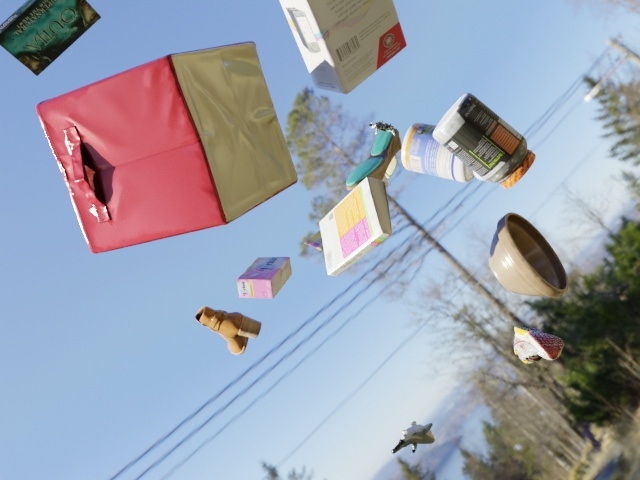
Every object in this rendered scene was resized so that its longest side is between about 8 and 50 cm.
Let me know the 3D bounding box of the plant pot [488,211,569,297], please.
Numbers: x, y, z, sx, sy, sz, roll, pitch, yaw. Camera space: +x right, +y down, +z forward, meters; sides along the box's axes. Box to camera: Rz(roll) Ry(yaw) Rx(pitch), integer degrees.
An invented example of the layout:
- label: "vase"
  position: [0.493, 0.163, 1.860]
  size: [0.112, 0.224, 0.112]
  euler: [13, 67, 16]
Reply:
- label: "plant pot"
  position: [0.498, 0.056, 1.754]
  size: [0.109, 0.237, 0.237]
  euler: [-42, -11, 30]

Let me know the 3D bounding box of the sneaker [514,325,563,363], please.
- label: "sneaker"
  position: [0.588, 0.294, 1.914]
  size: [0.225, 0.087, 0.093]
  euler: [-143, 61, -86]

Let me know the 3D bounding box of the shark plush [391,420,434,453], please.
- label: "shark plush"
  position: [0.263, 0.558, 1.966]
  size: [0.073, 0.067, 0.161]
  euler: [-10, 3, 38]

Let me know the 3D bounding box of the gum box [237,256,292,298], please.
- label: "gum box"
  position: [-0.163, 0.107, 2.123]
  size: [0.188, 0.107, 0.062]
  euler: [-52, -41, -63]

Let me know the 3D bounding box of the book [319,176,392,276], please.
- label: "book"
  position: [0.050, -0.018, 1.084]
  size: [0.035, 0.096, 0.144]
  euler: [10, -32, -32]

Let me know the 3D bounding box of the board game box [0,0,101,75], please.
- label: "board game box"
  position: [-0.554, -0.436, 1.436]
  size: [0.186, 0.026, 0.126]
  euler: [-43, -32, 0]

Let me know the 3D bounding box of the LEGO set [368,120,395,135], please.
- label: "LEGO set"
  position: [0.124, -0.228, 1.393]
  size: [0.083, 0.054, 0.024]
  euler: [-84, 14, -65]

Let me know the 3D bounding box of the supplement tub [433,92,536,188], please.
- label: "supplement tub"
  position: [0.332, -0.198, 1.428]
  size: [0.117, 0.190, 0.117]
  euler: [-50, 4, 5]

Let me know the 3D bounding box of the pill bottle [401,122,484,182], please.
- label: "pill bottle"
  position: [0.394, -0.260, 2.123]
  size: [0.152, 0.271, 0.153]
  euler: [-34, -48, -49]

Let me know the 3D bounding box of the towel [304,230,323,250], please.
- label: "towel"
  position: [0.000, 0.000, 1.871]
  size: [0.060, 0.083, 0.009]
  euler: [-38, -58, -22]

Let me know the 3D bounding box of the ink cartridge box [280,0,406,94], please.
- label: "ink cartridge box"
  position: [0.046, -0.530, 1.628]
  size: [0.226, 0.131, 0.306]
  euler: [-40, -54, -20]

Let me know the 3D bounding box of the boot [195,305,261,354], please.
- label: "boot"
  position: [-0.247, 0.221, 1.791]
  size: [0.197, 0.152, 0.073]
  euler: [130, 155, -53]

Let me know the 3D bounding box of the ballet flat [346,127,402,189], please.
- label: "ballet flat"
  position: [0.200, -0.251, 2.423]
  size: [0.116, 0.124, 0.342]
  euler: [-10, 36, 38]

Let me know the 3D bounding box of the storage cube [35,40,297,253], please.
- label: "storage cube"
  position: [-0.168, -0.112, 0.824]
  size: [0.193, 0.184, 0.215]
  euler: [-11, 13, 28]
